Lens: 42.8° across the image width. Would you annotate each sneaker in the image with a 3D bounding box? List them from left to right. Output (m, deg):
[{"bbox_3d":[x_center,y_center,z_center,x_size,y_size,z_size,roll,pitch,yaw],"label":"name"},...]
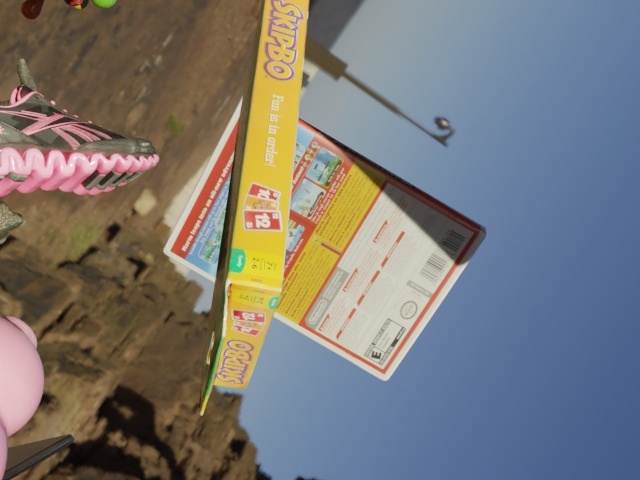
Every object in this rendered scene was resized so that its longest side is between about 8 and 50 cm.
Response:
[{"bbox_3d":[-0.135,-0.054,0.417,0.047,0.057,0.119,-26,167,38],"label":"sneaker"}]

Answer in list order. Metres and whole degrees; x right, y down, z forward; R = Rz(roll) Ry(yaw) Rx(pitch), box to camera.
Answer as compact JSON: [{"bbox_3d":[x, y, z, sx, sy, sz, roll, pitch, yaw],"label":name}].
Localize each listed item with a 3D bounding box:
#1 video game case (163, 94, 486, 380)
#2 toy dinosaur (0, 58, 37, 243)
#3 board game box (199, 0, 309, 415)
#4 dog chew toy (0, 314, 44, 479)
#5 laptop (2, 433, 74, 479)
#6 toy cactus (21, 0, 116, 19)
[{"bbox_3d":[0.000,0.000,0.865,0.204,0.285,0.025,-59,-178,20],"label":"video game case"},{"bbox_3d":[-0.299,-0.020,0.567,0.121,0.160,0.313,-35,168,-49],"label":"toy dinosaur"},{"bbox_3d":[-0.039,-0.033,0.497,0.124,0.039,0.259,112,-12,-55],"label":"board game box"},{"bbox_3d":[-0.361,0.184,0.676,0.206,0.206,0.332,-49,-177,47],"label":"dog chew toy"},{"bbox_3d":[-0.584,0.219,0.949,0.408,0.236,0.382,-15,180,11],"label":"laptop"},{"bbox_3d":[-0.306,-0.320,0.826,0.112,0.219,0.180,-38,180,-3],"label":"toy cactus"}]
